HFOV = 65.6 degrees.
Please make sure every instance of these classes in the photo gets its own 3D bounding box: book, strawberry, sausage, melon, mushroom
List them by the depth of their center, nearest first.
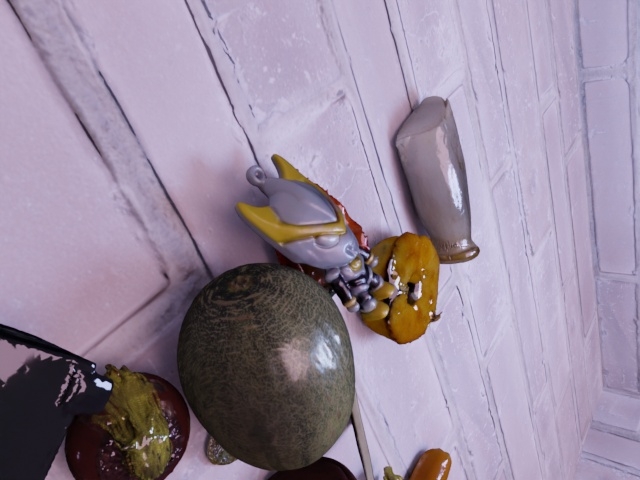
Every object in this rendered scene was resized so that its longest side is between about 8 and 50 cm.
[{"bbox_3d":[-0.073,0.188,0.728,0.248,0.249,0.329,-37,123,-40],"label":"melon"},{"bbox_3d":[-0.028,-0.004,0.878,0.228,0.098,0.174,47,73,-17],"label":"strawberry"},{"bbox_3d":[0.059,0.300,0.955,0.021,0.217,0.310,-13,110,-1],"label":"book"},{"bbox_3d":[0.281,-0.129,1.183,0.154,0.138,0.407,-39,117,-54],"label":"mushroom"},{"bbox_3d":[0.269,0.647,1.295,0.238,0.098,0.098,-47,127,-32],"label":"sausage"}]

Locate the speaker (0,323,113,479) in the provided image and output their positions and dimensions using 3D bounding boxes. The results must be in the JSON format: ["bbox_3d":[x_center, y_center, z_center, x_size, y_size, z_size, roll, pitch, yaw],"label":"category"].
[{"bbox_3d":[-0.371,0.178,0.438,0.254,0.184,0.232,36,68,-43],"label":"speaker"}]

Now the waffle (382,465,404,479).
[{"bbox_3d":[0.197,0.655,1.092,0.060,0.262,0.280,-14,98,-9],"label":"waffle"}]

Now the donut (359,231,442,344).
[{"bbox_3d":[0.184,0.104,1.111,0.253,0.118,0.253,-12,106,-46],"label":"donut"}]

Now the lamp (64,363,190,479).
[{"bbox_3d":[-0.237,0.252,0.634,0.157,0.135,0.156,38,69,-44],"label":"lamp"}]

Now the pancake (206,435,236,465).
[{"bbox_3d":[-0.147,0.329,0.836,0.108,0.017,0.108,-14,109,-47],"label":"pancake"}]

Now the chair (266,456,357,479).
[{"bbox_3d":[0.013,0.561,0.894,0.226,0.227,0.401,-48,128,-33],"label":"chair"}]

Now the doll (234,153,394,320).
[{"bbox_3d":[-0.001,0.003,0.781,0.316,0.103,0.145,47,65,-19],"label":"doll"}]
